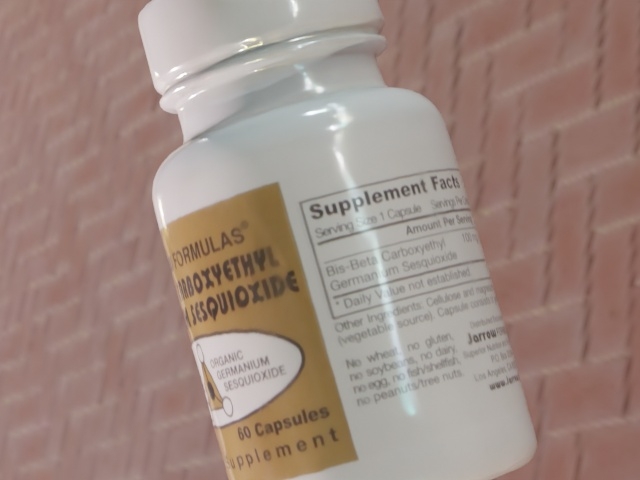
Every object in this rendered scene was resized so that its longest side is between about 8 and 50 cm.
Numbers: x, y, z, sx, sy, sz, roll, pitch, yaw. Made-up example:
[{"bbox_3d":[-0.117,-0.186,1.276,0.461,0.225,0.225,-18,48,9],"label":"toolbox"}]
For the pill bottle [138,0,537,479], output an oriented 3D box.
[{"bbox_3d":[0.000,0.000,0.777,0.131,0.131,0.229,-22,82,56],"label":"pill bottle"}]
